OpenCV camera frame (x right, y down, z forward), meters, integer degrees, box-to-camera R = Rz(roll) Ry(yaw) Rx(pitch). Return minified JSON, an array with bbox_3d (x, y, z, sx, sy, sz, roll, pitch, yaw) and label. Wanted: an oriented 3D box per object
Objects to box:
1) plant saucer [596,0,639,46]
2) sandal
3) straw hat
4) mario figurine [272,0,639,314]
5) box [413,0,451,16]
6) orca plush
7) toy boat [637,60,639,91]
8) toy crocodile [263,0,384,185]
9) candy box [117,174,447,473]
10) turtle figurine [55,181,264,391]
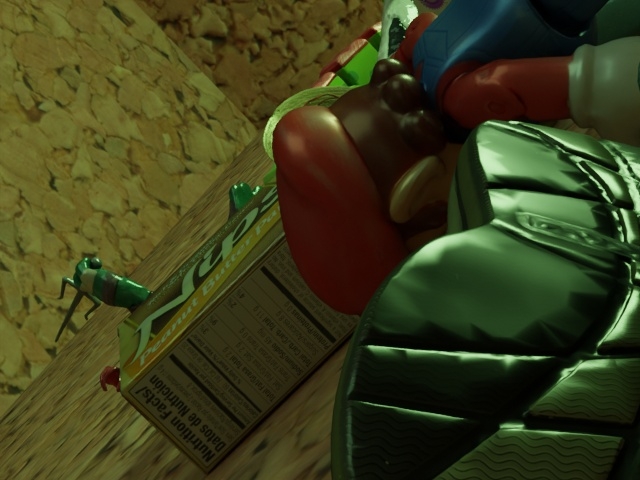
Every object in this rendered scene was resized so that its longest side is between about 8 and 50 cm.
[{"bbox_3d":[0.228,-0.203,1.344,0.317,0.044,0.317,-44,6,6],"label":"plant saucer"},{"bbox_3d":[0.076,0.042,0.568,0.303,0.120,0.086,-55,-15,-66],"label":"sandal"},{"bbox_3d":[0.010,-0.094,1.868,0.144,0.144,0.061,-49,-33,-35],"label":"straw hat"},{"bbox_3d":[0.109,-0.082,0.985,0.320,0.170,0.198,-49,-9,14],"label":"mario figurine"},{"bbox_3d":[0.177,-0.189,1.098,0.067,0.063,0.324,-41,20,-32],"label":"box"},{"bbox_3d":[0.116,-0.217,1.861,0.102,0.151,0.287,-8,17,18],"label":"orca plush"},{"bbox_3d":[0.180,-0.148,0.514,0.318,0.148,0.267,-66,-3,36],"label":"toy boat"},{"bbox_3d":[0.041,-0.175,2.011,0.340,0.105,0.115,-49,8,-32],"label":"toy crocodile"},{"bbox_3d":[0.000,0.000,1.217,0.316,0.087,0.183,-45,12,2],"label":"candy box"},{"bbox_3d":[-0.095,0.054,1.421,0.175,0.118,0.234,11,-40,-46],"label":"turtle figurine"}]
